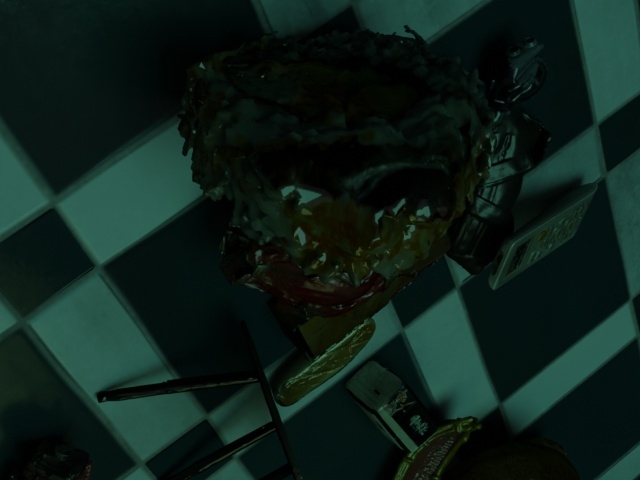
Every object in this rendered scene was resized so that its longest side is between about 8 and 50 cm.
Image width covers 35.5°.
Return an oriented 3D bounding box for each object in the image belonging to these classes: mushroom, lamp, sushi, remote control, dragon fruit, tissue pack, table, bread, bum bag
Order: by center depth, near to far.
[{"bbox_3d":[0.020,-0.135,1.269,0.417,0.417,0.176,-16,136,-27],"label":"sushi"},{"bbox_3d":[0.000,0.000,1.435,0.299,0.244,0.244,-22,128,-19],"label":"dragon fruit"},{"bbox_3d":[-0.421,0.421,1.493,0.118,0.118,0.253,4,114,-37],"label":"lamp"},{"bbox_3d":[-0.182,0.307,1.537,0.249,0.317,0.317,-20,128,-7],"label":"table"},{"bbox_3d":[0.003,0.198,1.691,0.214,0.053,0.073,-40,129,-5],"label":"bread"},{"bbox_3d":[0.306,-0.083,1.710,0.142,0.080,0.326,-4,121,-31],"label":"bum bag"},{"bbox_3d":[0.392,-0.019,1.779,0.313,0.055,0.109,-28,146,-42],"label":"remote control"},{"bbox_3d":[0.131,0.301,1.811,0.090,0.103,0.170,-44,134,-10],"label":"tissue pack"},{"bbox_3d":[0.381,0.549,2.067,0.345,0.239,0.345,-7,109,-19],"label":"mushroom"}]

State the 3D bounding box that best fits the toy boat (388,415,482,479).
[{"bbox_3d":[0.200,0.457,1.965,0.141,0.099,0.318,18,109,-41],"label":"toy boat"}]

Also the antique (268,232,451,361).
[{"bbox_3d":[0.071,0.059,1.628,0.310,0.087,0.093,-37,134,-11],"label":"antique"}]

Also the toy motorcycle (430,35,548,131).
[{"bbox_3d":[0.235,-0.237,1.549,0.270,0.106,0.159,-31,137,-10],"label":"toy motorcycle"}]
